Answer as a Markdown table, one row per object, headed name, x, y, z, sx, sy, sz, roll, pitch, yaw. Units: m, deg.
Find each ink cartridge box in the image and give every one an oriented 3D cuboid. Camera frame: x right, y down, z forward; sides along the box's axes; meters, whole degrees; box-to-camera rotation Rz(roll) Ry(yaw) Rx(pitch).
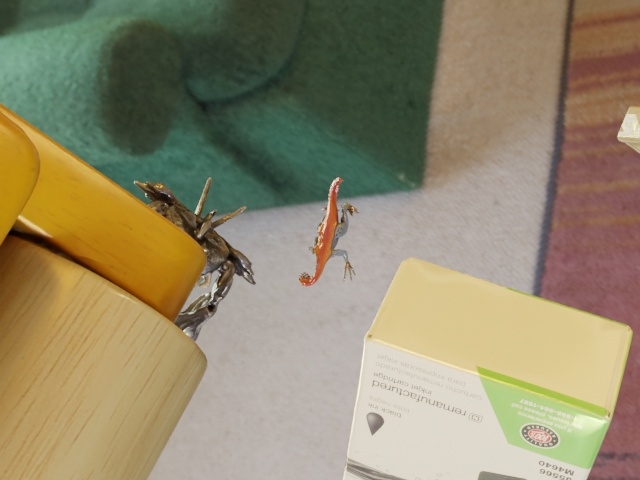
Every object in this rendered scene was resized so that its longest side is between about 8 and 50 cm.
| name | x | y | z | sx | sy | sz | roll | pitch | yaw |
| --- | --- | --- | --- | --- | --- | --- | --- | --- | --- |
| ink cartridge box | 0.131 | 0.173 | 0.978 | 0.198 | 0.273 | 0.115 | 17 | 42 | 12 |

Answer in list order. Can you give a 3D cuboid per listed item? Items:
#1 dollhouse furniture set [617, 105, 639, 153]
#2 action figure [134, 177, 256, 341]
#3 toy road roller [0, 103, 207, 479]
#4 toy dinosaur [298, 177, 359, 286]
| name | x | y | z | sx | sy | sz | roll | pitch | yaw |
| --- | --- | --- | --- | --- | --- | --- | --- | --- | --- |
| dollhouse furniture set | 0.469 | -0.185 | 1.277 | 0.212 | 0.161 | 0.242 | 15 | 80 | 57 |
| action figure | -0.173 | 0.049 | 1.114 | 0.141 | 0.164 | 0.275 | -34 | 16 | 38 |
| toy road roller | -0.167 | 0.017 | 0.355 | 0.240 | 0.329 | 0.202 | -5 | 53 | 57 |
| toy dinosaur | 0.000 | 0.000 | 1.047 | 0.047 | 0.090 | 0.082 | 6 | 49 | 30 |
